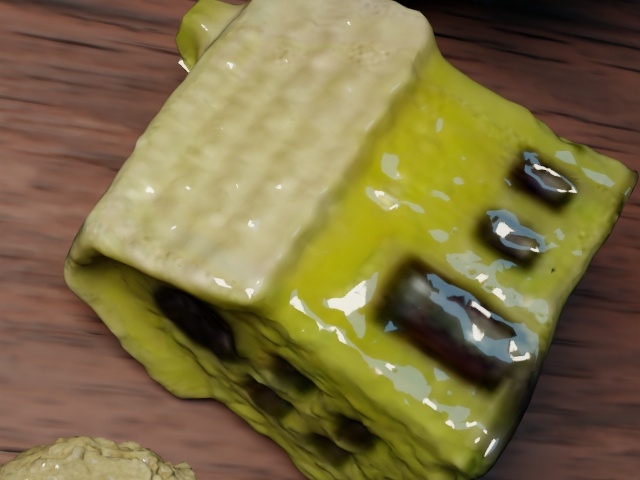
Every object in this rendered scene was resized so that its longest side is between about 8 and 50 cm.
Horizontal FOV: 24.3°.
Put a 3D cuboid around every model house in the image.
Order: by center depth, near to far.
[{"bbox_3d":[0.000,0.000,0.737,0.234,0.175,0.193,33,64,1],"label":"model house"}]

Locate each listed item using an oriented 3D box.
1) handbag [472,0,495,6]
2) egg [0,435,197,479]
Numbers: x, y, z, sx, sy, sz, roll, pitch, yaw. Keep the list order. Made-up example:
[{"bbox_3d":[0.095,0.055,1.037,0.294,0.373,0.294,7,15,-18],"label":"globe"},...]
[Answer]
[{"bbox_3d":[0.130,-0.257,0.806,0.241,0.263,0.222,-21,97,-29],"label":"handbag"},{"bbox_3d":[-0.108,0.147,0.657,0.140,0.116,0.118,-14,79,-35],"label":"egg"}]
